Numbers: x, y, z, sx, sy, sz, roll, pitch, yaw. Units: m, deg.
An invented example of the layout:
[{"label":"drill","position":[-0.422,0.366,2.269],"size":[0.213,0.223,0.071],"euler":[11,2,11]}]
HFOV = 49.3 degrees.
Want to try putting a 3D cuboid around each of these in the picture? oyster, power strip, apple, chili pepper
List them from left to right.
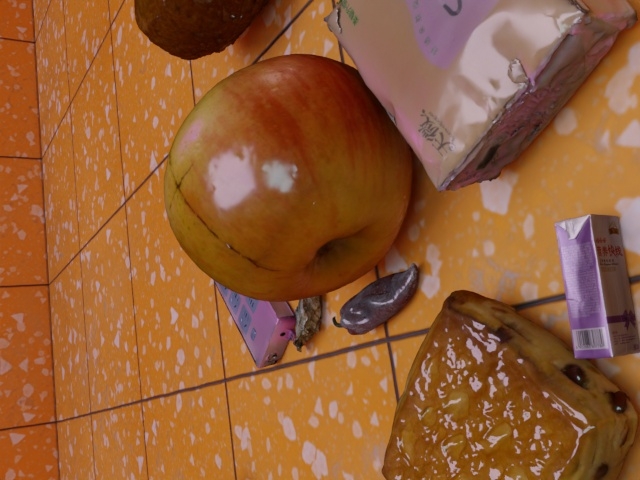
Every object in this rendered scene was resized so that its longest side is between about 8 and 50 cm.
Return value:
[{"label":"power strip","position":[-0.119,0.082,1.143],"size":[0.279,0.037,0.109],"euler":[55,133,42]},{"label":"apple","position":[-0.033,-0.064,0.788],"size":[0.233,0.285,0.286],"euler":[54,134,30]},{"label":"oyster","position":[-0.018,0.105,0.998],"size":[0.100,0.037,0.098],"euler":[107,169,-60]},{"label":"chili pepper","position":[0.070,0.074,0.842],"size":[0.153,0.041,0.050],"euler":[-38,78,33]}]

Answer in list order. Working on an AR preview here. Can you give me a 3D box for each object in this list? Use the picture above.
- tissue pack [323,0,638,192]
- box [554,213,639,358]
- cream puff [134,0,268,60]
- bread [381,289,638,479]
[{"label":"tissue pack","position":[0.135,-0.206,0.662],"size":[0.257,0.122,0.215],"euler":[59,135,28]},{"label":"box","position":[0.229,0.038,0.577],"size":[0.036,0.050,0.117],"euler":[-17,75,49]},{"label":"cream puff","position":[-0.177,-0.426,1.079],"size":[0.303,0.212,0.303],"euler":[-178,90,-67]},{"label":"bread","position":[0.164,0.186,0.644],"size":[0.210,0.099,0.235],"euler":[41,118,48]}]
